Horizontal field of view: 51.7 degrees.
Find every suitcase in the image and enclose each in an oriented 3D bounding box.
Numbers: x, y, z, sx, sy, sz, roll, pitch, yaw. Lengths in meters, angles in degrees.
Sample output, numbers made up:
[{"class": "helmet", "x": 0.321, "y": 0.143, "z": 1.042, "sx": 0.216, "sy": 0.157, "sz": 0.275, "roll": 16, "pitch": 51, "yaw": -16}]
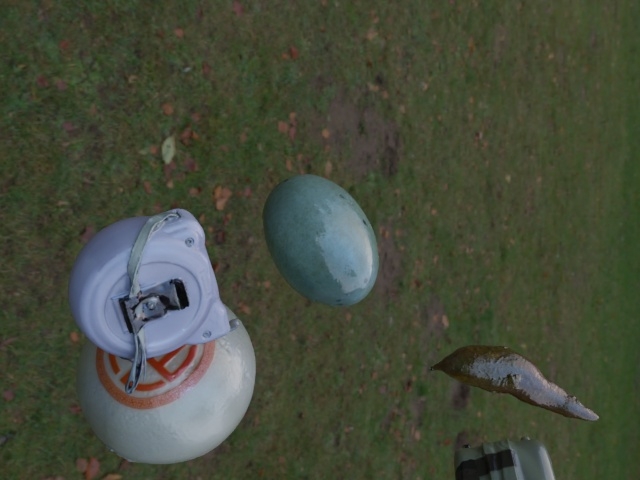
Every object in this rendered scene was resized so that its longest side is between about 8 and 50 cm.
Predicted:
[{"class": "suitcase", "x": 0.336, "y": 0.533, "z": 1.082, "sx": 0.351, "sy": 0.194, "sz": 0.339, "roll": 68, "pitch": 17, "yaw": -44}]

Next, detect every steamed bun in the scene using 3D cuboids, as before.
[{"class": "steamed bun", "x": -0.242, "y": 0.194, "z": 1.024, "sx": 0.177, "sy": 0.283, "sz": 0.283, "roll": 86, "pitch": 23, "yaw": -57}]

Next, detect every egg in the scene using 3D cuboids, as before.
[{"class": "egg", "x": 0.000, "y": 0.000, "z": 1.081, "sx": 0.169, "sy": 0.169, "sz": 0.236, "roll": -2, "pitch": 60, "yaw": -59}]

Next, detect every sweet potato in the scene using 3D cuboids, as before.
[{"class": "sweet potato", "x": 0.255, "y": 0.175, "z": 0.848, "sx": 0.068, "sy": 0.226, "sz": 0.068, "roll": -161, "pitch": -90, "yaw": -90}]

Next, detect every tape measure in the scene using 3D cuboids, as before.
[{"class": "tape measure", "x": -0.208, "y": 0.067, "z": 0.804, "sx": 0.178, "sy": 0.105, "sz": 0.196, "roll": -26, "pitch": 127, "yaw": -15}]
